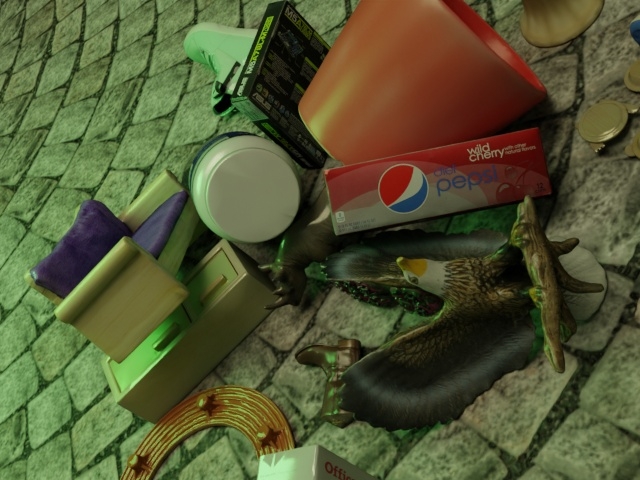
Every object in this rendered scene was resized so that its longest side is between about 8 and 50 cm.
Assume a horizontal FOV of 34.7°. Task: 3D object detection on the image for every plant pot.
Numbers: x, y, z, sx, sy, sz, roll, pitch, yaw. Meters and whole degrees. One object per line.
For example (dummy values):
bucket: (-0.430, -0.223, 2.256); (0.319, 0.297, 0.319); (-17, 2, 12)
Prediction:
plant pot: (0.119, -0.203, 1.360); (0.243, 0.275, 0.275); (-46, 40, 18)

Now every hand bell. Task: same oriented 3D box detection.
hand bell: (0.268, -0.380, 1.352); (0.126, 0.242, 0.126); (-23, 47, 27)

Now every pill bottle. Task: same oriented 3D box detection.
pill bottle: (-0.108, -0.076, 1.461); (0.153, 0.153, 0.265); (-50, 13, 1)

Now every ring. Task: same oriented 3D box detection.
ring: (-0.172, 0.346, 1.367); (0.337, 0.032, 0.336); (-23, 46, 27)

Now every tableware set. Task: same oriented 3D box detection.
tableware set: (0.400, -0.163, 1.241); (0.168, 0.020, 0.141); (-49, 42, -1)

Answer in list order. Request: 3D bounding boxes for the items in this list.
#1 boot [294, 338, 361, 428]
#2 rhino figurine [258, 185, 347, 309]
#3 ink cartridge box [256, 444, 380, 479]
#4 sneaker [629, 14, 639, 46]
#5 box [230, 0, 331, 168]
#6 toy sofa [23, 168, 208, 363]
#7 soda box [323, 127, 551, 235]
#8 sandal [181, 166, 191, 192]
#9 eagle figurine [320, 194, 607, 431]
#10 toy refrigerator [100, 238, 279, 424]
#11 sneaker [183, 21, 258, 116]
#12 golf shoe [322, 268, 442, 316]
boot: (0.006, 0.189, 1.324); (0.106, 0.037, 0.114); (-18, 54, 35)
rhino figurine: (0.000, 0.000, 1.413); (0.243, 0.106, 0.073); (-49, 40, 1)
ink cartridge box: (-0.001, 0.350, 1.112); (0.093, 0.154, 0.212); (-20, 48, 31)
sneaker: (0.403, -0.211, 1.214); (0.084, 0.058, 0.152); (-40, 49, -4)
box: (-0.038, -0.235, 1.561); (0.045, 0.191, 0.184); (-5, 58, 39)
toy sofa: (-0.280, 0.007, 1.502); (0.150, 0.177, 0.362); (-43, 13, 14)
soda box: (0.140, -0.068, 1.248); (0.263, 0.092, 0.083); (-11, 87, 2)
sandal: (-0.158, -0.077, 1.675); (0.179, 0.040, 0.067); (19, 79, 33)
eagle figurine: (0.151, 0.066, 1.165); (0.298, 0.225, 0.226); (-32, 14, 46)
toy refrigerator: (-0.194, 0.132, 1.500); (0.269, 0.094, 0.102); (-44, 40, 6)
sneaker: (-0.187, -0.301, 1.822); (0.256, 0.094, 0.151); (14, 73, 48)
golf shoe: (0.090, 0.042, 1.336); (0.186, 0.067, 0.086); (11, 62, 35)
